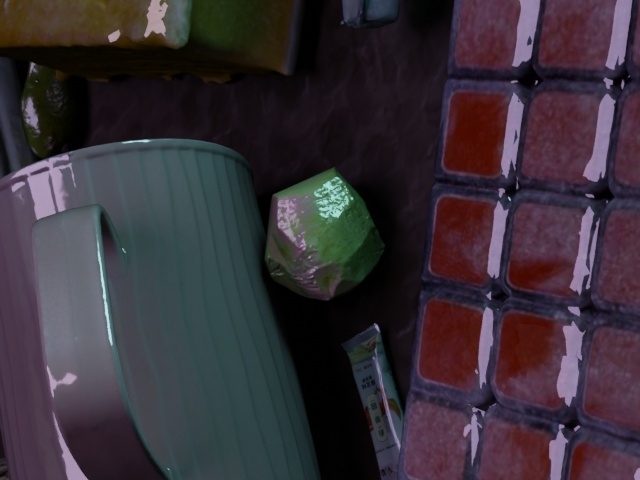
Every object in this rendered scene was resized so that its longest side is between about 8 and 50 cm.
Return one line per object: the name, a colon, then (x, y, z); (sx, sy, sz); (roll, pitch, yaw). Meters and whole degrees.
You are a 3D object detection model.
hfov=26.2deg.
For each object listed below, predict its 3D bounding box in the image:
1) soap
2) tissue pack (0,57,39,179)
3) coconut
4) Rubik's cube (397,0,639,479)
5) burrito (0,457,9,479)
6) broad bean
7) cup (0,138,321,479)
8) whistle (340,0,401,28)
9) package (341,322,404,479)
soap: (-0.133, -0.285, 1.029); (0.293, 0.156, 0.335); (11, 93, 47)
tissue pack: (-0.387, -0.041, 1.271); (0.287, 0.162, 0.388); (-37, 62, 40)
coconut: (0.000, 0.000, 0.911); (0.082, 0.081, 0.083); (52, 167, 35)
Rubik's cube: (0.200, 0.016, 0.580); (0.237, 0.237, 0.238); (13, 95, 46)
burrito: (-0.259, 0.251, 1.117); (0.332, 0.135, 0.190); (-13, 108, 42)
broad bean: (-0.224, -0.195, 1.188); (0.053, 0.052, 0.256); (-123, 39, -86)
cup: (-0.109, 0.076, 0.907); (0.288, 0.208, 0.273); (136, 124, -60)
whistle: (0.040, -0.267, 0.868); (0.180, 0.093, 0.269); (-172, 83, -69)
package: (0.041, 0.111, 0.902); (0.037, 0.015, 0.110); (-29, 67, 36)
